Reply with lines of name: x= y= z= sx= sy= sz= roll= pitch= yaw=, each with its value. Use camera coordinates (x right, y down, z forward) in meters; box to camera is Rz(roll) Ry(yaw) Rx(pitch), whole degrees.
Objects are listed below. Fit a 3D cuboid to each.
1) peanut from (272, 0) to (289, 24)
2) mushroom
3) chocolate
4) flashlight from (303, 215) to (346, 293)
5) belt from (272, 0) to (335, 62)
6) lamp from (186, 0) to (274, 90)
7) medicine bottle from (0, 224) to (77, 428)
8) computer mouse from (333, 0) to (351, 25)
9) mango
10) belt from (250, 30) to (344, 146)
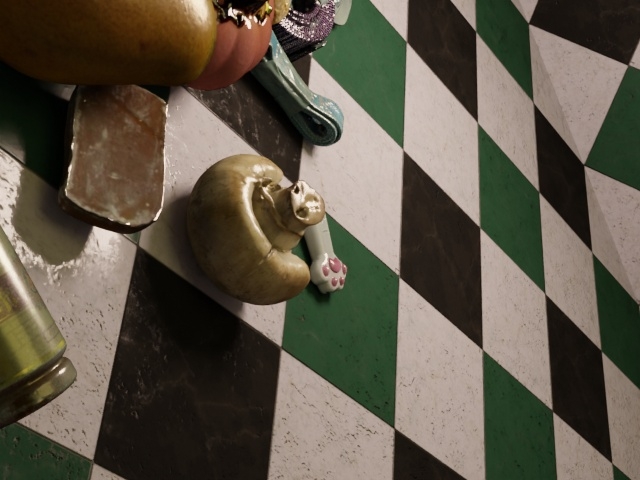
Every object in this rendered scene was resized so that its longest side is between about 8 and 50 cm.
peanut: x=-0.118 y=-0.486 z=1.939 sx=0.206 sy=0.087 sz=0.087 roll=62 pitch=32 yaw=-10
mushroom: x=-0.113 y=-0.023 z=1.731 sx=0.189 sy=0.195 sz=0.253 roll=-3 pitch=72 yaw=-54
chocolate: x=-0.313 y=-0.118 z=1.586 sx=0.157 sy=0.080 sz=0.253 roll=21 pitch=52 yaw=-33
flashlight: x=0.000 y=0.000 z=2.032 sx=0.093 sy=0.048 sz=0.200 roll=-2 pitch=75 yaw=-57
belt: x=-0.102 y=-0.510 z=2.109 sx=0.325 sy=0.122 sz=0.260 roll=47 pitch=44 yaw=-27
lamp: x=-0.193 y=-0.402 z=1.779 sx=0.305 sy=0.240 sz=0.305 roll=28 pitch=53 yaw=-44
medicine bottle: x=-0.418 y=0.053 z=1.250 sx=0.322 sy=0.151 sz=0.151 roll=63 pitch=32 yaw=-10
computer mouse: x=0.030 y=-0.567 z=2.391 sx=0.113 sy=0.068 sz=0.228 roll=34 pitch=45 yaw=-42
mango: x=-0.313 y=-0.339 z=1.524 sx=0.378 sy=0.221 sz=0.263 roll=15 pitch=78 yaw=-33
belt: x=-0.058 y=-0.301 z=2.079 sx=0.302 sy=0.087 sz=0.072 roll=47 pitch=41 yaw=-32
